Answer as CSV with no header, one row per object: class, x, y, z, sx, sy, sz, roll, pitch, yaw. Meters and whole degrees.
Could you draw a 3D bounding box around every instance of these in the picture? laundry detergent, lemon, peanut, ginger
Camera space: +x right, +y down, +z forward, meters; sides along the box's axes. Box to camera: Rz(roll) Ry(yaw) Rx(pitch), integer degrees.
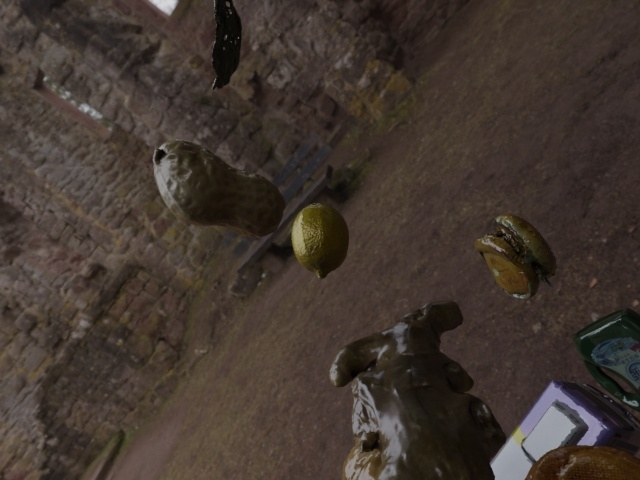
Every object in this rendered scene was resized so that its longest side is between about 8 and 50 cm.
laundry detergent,0.529,0.223,0.824,0.063,0.211,0.137,-25,-16,-44
lemon,0.000,0.000,0.702,0.082,0.082,0.111,-40,47,48
peanut,-0.218,-0.092,1.042,0.143,0.291,0.159,-32,35,63
ginger,0.089,0.166,0.507,0.333,0.166,0.080,-85,-7,-56

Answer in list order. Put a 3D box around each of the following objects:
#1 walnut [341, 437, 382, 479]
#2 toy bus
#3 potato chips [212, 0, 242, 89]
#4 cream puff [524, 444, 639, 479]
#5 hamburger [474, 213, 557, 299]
walnut,0.150,0.474,0.927,0.224,0.257,0.257,-26,0,-25
toy bus,0.609,0.585,1.303,0.440,0.249,0.209,-58,34,9
potato chips,-0.174,-0.378,0.912,0.208,0.028,0.092,100,-163,-44
cream puff,0.559,0.561,0.998,0.303,0.212,0.303,-13,28,7
hamburger,0.426,0.036,1.067,0.113,0.177,0.185,-38,53,-12
